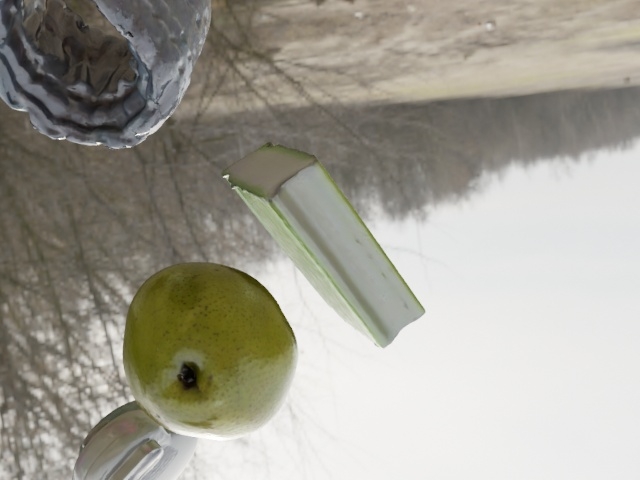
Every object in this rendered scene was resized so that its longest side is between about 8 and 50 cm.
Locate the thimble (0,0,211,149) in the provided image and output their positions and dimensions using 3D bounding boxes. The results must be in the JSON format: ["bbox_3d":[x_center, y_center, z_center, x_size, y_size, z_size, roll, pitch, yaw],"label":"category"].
[{"bbox_3d":[-0.217,-0.214,0.876,0.205,0.236,0.172,3,-134,6],"label":"thimble"}]

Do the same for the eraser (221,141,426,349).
[{"bbox_3d":[0.000,0.000,1.218,0.092,0.274,0.210,-42,-155,-8],"label":"eraser"}]

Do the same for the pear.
[{"bbox_3d":[-0.115,0.115,0.974,0.198,0.198,0.198,-7,-174,1],"label":"pear"}]

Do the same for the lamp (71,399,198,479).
[{"bbox_3d":[-0.248,0.271,1.176,0.108,0.179,0.246,36,168,14],"label":"lamp"}]
